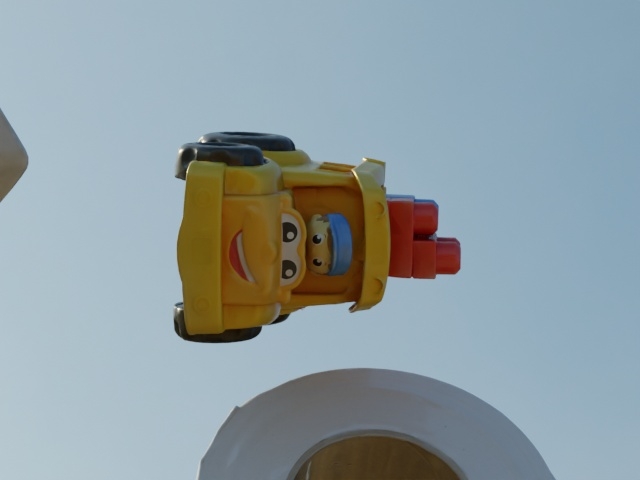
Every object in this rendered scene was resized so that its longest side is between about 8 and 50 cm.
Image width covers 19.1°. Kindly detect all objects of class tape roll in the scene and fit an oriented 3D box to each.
[{"bbox_3d":[0.039,0.231,1.447,0.286,0.286,0.100,18,-44,11],"label":"tape roll"}]

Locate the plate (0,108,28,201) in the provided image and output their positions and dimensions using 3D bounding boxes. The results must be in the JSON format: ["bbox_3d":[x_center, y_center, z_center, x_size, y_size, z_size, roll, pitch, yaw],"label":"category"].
[{"bbox_3d":[-0.335,-0.104,1.348,0.278,0.045,0.277,58,-36,7],"label":"plate"}]

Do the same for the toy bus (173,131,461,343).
[{"bbox_3d":[0.000,0.000,1.433,0.211,0.149,0.220,4,7,7],"label":"toy bus"}]
